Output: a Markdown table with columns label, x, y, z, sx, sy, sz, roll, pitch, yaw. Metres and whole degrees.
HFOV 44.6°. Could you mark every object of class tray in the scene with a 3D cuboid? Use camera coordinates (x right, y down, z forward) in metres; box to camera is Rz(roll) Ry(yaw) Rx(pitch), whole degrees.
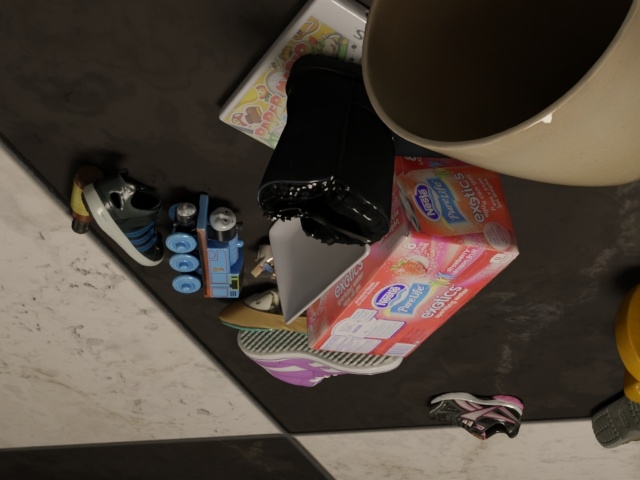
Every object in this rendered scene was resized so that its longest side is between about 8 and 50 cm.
| label | x | y | z | sx | sy | sz | roll | pitch | yaw |
| --- | --- | --- | --- | --- | --- | --- | --- | --- | --- |
| tray | 0.000 | 0.000 | 0.997 | 0.030 | 0.145 | 0.270 | -1 | 158 | -24 |

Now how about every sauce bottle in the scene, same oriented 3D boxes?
| label | x | y | z | sx | sy | sz | roll | pitch | yaw |
| --- | --- | --- | --- | --- | --- | --- | --- | --- | --- |
| sauce bottle | -0.329 | -0.053 | 1.090 | 0.042 | 0.042 | 0.128 | 19 | 141 | -14 |

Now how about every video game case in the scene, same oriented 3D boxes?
| label | x | y | z | sx | sy | sz | roll | pitch | yaw |
| --- | --- | --- | --- | --- | --- | --- | --- | --- | --- |
| video game case | 0.025 | -0.160 | 0.892 | 0.206 | 0.026 | 0.227 | 26 | 140 | -23 |

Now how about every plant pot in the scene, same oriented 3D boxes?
| label | x | y | z | sx | sy | sz | roll | pitch | yaw |
| --- | --- | --- | --- | --- | --- | --- | --- | --- | --- |
| plant pot | 0.223 | -0.154 | 0.710 | 0.256 | 0.256 | 0.274 | -24 | 148 | 36 |

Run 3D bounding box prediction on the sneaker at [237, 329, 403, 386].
| label | x | y | z | sx | sy | sz | roll | pitch | yaw |
| --- | --- | --- | --- | --- | --- | --- | --- | --- | --- |
| sneaker | 0.018 | 0.191 | 1.313 | 0.282 | 0.102 | 0.161 | 4 | 148 | 24 |

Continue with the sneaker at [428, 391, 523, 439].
| label | x | y | z | sx | sy | sz | roll | pitch | yaw |
| --- | --- | --- | --- | --- | --- | --- | --- | --- | --- |
| sneaker | 0.287 | 0.332 | 1.456 | 0.178 | 0.077 | 0.072 | -5 | 140 | 18 |

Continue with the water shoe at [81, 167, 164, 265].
| label | x | y | z | sx | sy | sz | roll | pitch | yaw |
| --- | --- | --- | --- | --- | --- | --- | --- | --- | --- |
| water shoe | -0.247 | -0.027 | 1.080 | 0.080 | 0.073 | 0.203 | -31 | 155 | 1 |

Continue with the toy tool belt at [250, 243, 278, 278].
| label | x | y | z | sx | sy | sz | roll | pitch | yaw |
| --- | --- | --- | --- | --- | --- | --- | --- | --- | --- |
| toy tool belt | -0.057 | 0.039 | 1.148 | 0.083 | 0.051 | 0.052 | 18 | 176 | -12 |

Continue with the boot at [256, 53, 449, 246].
| label | x | y | z | sx | sy | sz | roll | pitch | yaw |
| --- | --- | --- | --- | --- | --- | --- | --- | --- | --- |
| boot | 0.067 | -0.079 | 0.799 | 0.246 | 0.207 | 0.094 | 13 | 142 | -8 |

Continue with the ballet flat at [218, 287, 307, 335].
| label | x | y | z | sx | sy | sz | roll | pitch | yaw |
| --- | --- | --- | --- | --- | --- | --- | --- | --- | --- |
| ballet flat | -0.050 | 0.109 | 1.235 | 0.232 | 0.080 | 0.073 | 8 | 107 | 14 |

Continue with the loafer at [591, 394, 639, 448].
| label | x | y | z | sx | sy | sz | roll | pitch | yaw |
| --- | --- | --- | --- | --- | --- | --- | --- | --- | --- |
| loafer | 0.577 | 0.296 | 1.359 | 0.087 | 0.094 | 0.251 | -6 | 159 | -23 |

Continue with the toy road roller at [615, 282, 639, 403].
| label | x | y | z | sx | sy | sz | roll | pitch | yaw |
| --- | --- | --- | --- | --- | --- | --- | --- | --- | --- |
| toy road roller | 0.567 | 0.152 | 1.072 | 0.329 | 0.202 | 0.240 | 17 | 155 | -3 |

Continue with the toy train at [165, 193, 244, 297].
| label | x | y | z | sx | sy | sz | roll | pitch | yaw |
| --- | --- | --- | --- | --- | --- | --- | --- | --- | --- |
| toy train | -0.162 | 0.011 | 1.120 | 0.105 | 0.080 | 0.184 | 0 | 141 | -4 |

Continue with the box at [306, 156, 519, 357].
| label | x | y | z | sx | sy | sz | roll | pitch | yaw |
| --- | --- | --- | --- | --- | --- | --- | --- | --- | --- |
| box | 0.099 | 0.024 | 1.005 | 0.154 | 0.142 | 0.300 | 7 | 146 | -20 |
